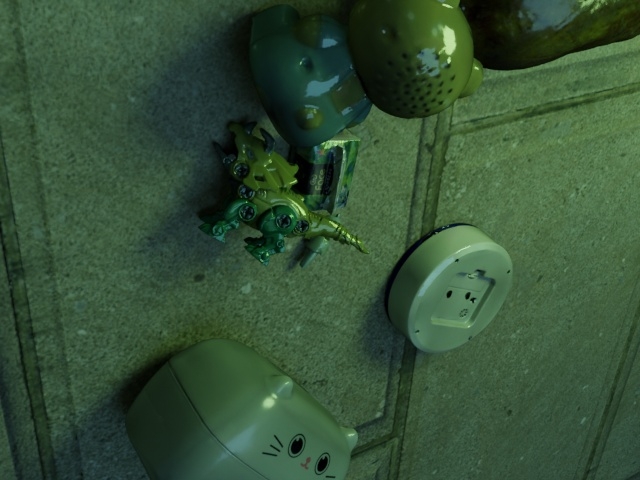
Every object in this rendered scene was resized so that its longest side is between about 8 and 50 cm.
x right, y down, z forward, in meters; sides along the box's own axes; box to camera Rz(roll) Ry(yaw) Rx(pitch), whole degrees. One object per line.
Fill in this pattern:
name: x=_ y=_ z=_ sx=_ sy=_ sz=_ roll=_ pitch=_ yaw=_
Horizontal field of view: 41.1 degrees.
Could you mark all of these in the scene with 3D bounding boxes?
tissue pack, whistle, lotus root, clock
tissue pack: x=0.007 y=-0.097 z=1.197 sx=0.085 sy=0.079 sz=0.111 roll=-7 pitch=123 yaw=-33
whistle: x=0.000 y=0.000 z=1.293 sx=0.035 sy=0.035 sz=0.100 roll=25 pitch=105 yaw=-44
tissue pack: x=-0.106 y=0.295 z=1.282 sx=0.236 sy=0.229 sz=0.333 roll=-44 pitch=136 yaw=-2
lotus root: x=0.296 y=-0.353 z=1.125 sx=0.346 sy=0.250 sz=0.251 roll=-25 pitch=132 yaw=-17
clock: x=0.227 y=0.085 z=1.487 sx=0.230 sy=0.083 sz=0.231 roll=-20 pitch=129 yaw=-27

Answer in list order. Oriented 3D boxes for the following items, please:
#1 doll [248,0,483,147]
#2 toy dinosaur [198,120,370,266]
doll: x=0.056 y=-0.216 z=1.028 sx=0.260 sy=0.162 sz=0.177 roll=-14 pitch=134 yaw=14
toy dinosaur: x=-0.054 y=-0.033 z=1.152 sx=0.259 sy=0.094 sz=0.153 roll=39 pitch=98 yaw=-14
